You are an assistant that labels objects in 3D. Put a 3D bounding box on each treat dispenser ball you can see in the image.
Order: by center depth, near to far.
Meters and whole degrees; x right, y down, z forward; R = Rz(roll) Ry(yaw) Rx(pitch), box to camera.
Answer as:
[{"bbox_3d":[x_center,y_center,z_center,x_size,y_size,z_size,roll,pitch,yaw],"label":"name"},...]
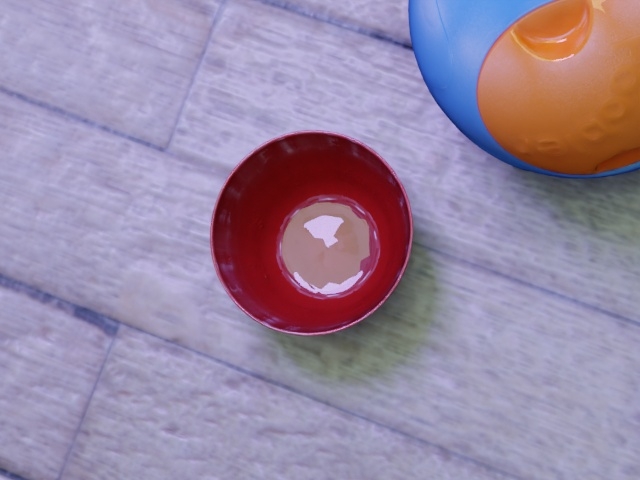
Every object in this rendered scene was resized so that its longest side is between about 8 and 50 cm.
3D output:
[{"bbox_3d":[0.217,-0.195,1.394,0.288,0.288,0.288,-2,81,10],"label":"treat dispenser ball"}]

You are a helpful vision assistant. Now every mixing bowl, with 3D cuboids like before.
[{"bbox_3d":[0.000,0.000,1.499,0.181,0.098,0.182,-2,81,11],"label":"mixing bowl"}]
